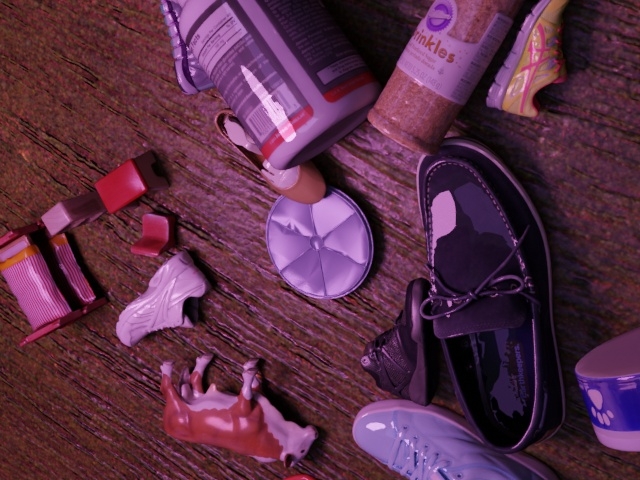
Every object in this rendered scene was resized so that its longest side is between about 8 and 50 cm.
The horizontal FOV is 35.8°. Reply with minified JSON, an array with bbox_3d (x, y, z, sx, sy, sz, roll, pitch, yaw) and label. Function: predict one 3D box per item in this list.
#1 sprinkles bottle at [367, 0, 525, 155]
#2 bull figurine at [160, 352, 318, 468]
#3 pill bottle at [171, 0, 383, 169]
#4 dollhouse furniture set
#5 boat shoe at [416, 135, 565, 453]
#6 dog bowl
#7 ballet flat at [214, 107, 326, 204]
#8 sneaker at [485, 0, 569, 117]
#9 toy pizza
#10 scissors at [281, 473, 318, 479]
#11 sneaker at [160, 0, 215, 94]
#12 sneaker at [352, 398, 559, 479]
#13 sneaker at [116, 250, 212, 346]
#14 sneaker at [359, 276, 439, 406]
[{"bbox_3d":[0.201,-0.296,1.400,0.121,0.121,0.355,34,108,14],"label":"sprinkles bottle"},{"bbox_3d":[-0.157,0.308,1.788,0.310,0.101,0.188,1,101,24],"label":"bull figurine"},{"bbox_3d":[-0.084,-0.307,1.515,0.210,0.210,0.363,-36,86,29],"label":"pill bottle"},{"bbox_3d":[-0.429,0.018,1.808,0.374,0.152,0.201,-29,90,30],"label":"dollhouse furniture set"},{"bbox_3d":[0.252,0.088,1.493,0.187,0.156,0.500,-10,98,30],"label":"boat shoe"},{"bbox_3d":[0.485,0.182,1.338,0.265,0.265,0.104,-20,93,29],"label":"dog bowl"},{"bbox_3d":[-0.090,-0.137,1.622,0.232,0.073,0.080,41,108,21],"label":"ballet flat"},{"bbox_3d":[0.318,-0.268,1.410,0.094,0.081,0.208,29,122,9],"label":"sneaker"},{"bbox_3d":[0.000,0.000,1.661,0.201,0.032,0.201,8,108,25],"label":"toy pizza"},{"bbox_3d":[0.039,0.444,1.771,0.297,0.021,0.109,-28,89,31],"label":"scissors"},{"bbox_3d":[-0.204,-0.359,1.650,0.098,0.083,0.223,-9,105,7],"label":"sneaker"},{"bbox_3d":[0.204,0.368,1.595,0.366,0.150,0.135,17,110,21],"label":"sneaker"},{"bbox_3d":[-0.284,0.132,1.809,0.115,0.090,0.232,44,119,5],"label":"sneaker"},{"bbox_3d":[0.124,0.158,1.600,0.130,0.087,0.227,11,124,21],"label":"sneaker"}]
